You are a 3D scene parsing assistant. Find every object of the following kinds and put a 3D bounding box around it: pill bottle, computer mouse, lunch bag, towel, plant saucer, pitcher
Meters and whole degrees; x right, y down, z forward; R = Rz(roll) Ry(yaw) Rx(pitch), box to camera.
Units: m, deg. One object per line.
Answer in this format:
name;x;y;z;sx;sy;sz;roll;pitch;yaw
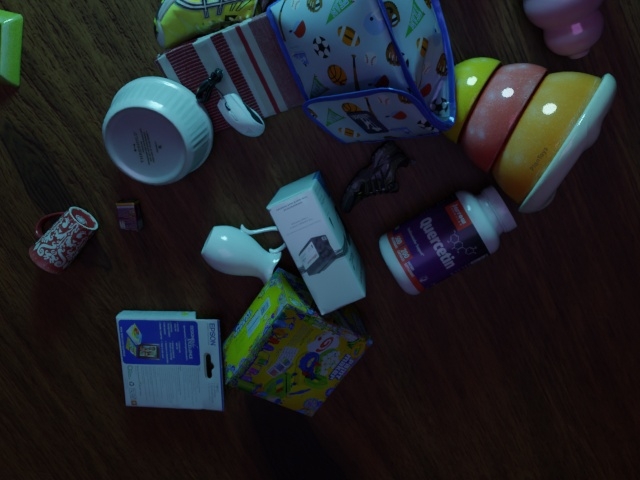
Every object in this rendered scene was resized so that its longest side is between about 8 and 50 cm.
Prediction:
pill bottle;0.324;-0.007;1.491;0.323;0.181;0.181;-31;102;13
computer mouse;-0.217;-0.325;1.443;0.106;0.042;0.193;-33;116;32
lunch bag;0.105;-0.399;1.299;0.328;0.239;0.385;4;127;46
towel;-0.214;-0.398;1.433;0.329;0.037;0.237;-12;125;21
plant saucer;-0.875;-0.507;1.508;0.188;0.045;0.188;13;108;1
pitcher;-0.201;0.019;1.586;0.207;0.125;0.178;24;94;-14

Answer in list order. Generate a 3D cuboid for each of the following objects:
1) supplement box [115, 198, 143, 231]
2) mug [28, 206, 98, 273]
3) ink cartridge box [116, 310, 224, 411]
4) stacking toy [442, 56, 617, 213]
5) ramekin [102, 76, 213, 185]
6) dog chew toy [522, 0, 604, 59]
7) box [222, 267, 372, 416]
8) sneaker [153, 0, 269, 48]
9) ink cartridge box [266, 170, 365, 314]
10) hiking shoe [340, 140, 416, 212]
supplement box;-0.528;-0.069;1.617;0.055;0.043;0.083;-1;107;5
mug;-0.721;-0.015;1.618;0.150;0.113;0.169;43;103;-10
ink cartridge box;-0.437;0.356;1.734;0.307;0.072;0.303;1;106;2
stacking toy;0.391;-0.318;1.364;0.480;0.350;0.350;33;108;12
ramekin;-0.416;-0.262;1.467;0.273;0.127;0.273;4;125;6
dog chew toy;0.536;-0.568;1.296;0.206;0.206;0.332;-21;113;11
box;-0.068;0.280;1.577;0.279;0.177;0.290;29;108;-25
sneaker;-0.226;-0.562;1.376;0.384;0.145;0.147;-31;92;14
ink cartridge box;0.000;0.000;1.499;0.129;0.223;0.307;-23;104;11
hiking shoe;0.145;-0.146;1.513;0.114;0.086;0.227;38;106;-4
